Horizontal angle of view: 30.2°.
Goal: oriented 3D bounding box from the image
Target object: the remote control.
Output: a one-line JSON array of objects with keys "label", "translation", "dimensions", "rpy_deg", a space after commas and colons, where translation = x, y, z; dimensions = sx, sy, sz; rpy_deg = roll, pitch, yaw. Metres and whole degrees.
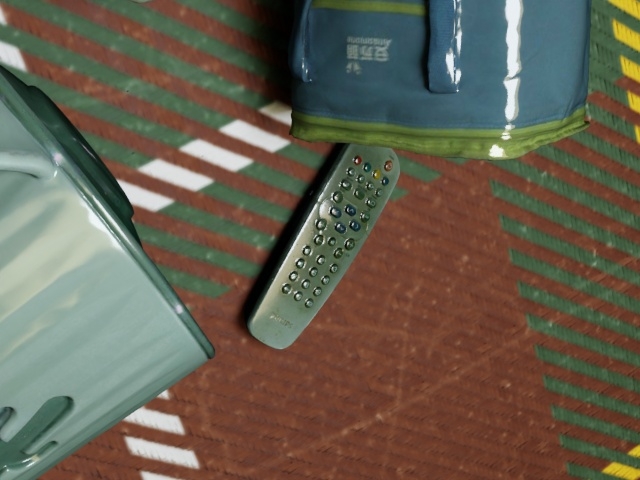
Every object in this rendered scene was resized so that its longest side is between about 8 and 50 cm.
[{"label": "remote control", "translation": [0.000, 0.000, 1.121], "dimensions": [0.072, 0.042, 0.222], "rpy_deg": [35, 85, -32]}]

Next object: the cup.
[{"label": "cup", "translation": [-0.317, 0.038, 0.789], "dimensions": [0.392, 0.310, 0.401], "rpy_deg": [-39, 134, -10]}]

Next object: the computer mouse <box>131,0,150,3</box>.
[{"label": "computer mouse", "translation": [-0.147, -0.383, 0.872], "dimensions": [0.228, 0.145, 0.428], "rpy_deg": [3, 88, -36]}]

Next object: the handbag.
[{"label": "handbag", "translation": [0.094, -0.203, 0.987], "dimensions": [0.222, 0.263, 0.241], "rpy_deg": [-21, 113, -53]}]
